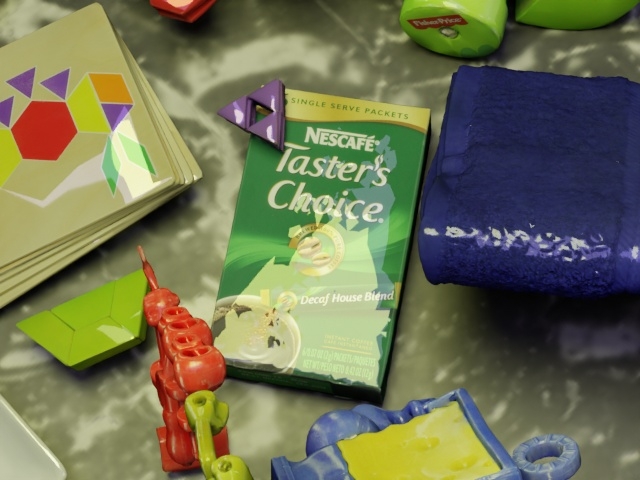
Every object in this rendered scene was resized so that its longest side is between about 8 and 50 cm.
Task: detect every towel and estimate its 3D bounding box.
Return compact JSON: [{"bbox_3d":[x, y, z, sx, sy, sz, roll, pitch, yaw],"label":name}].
[{"bbox_3d":[0.214,-0.018,1.118,0.308,0.076,0.227,6,30,8],"label":"towel"}]

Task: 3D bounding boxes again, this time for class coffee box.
[{"bbox_3d":[0.000,0.000,1.188,0.113,0.040,0.184,10,72,8],"label":"coffee box"}]

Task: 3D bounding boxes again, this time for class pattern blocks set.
[{"bbox_3d":[-0.178,-0.055,1.208,0.325,0.026,0.285,-18,72,6],"label":"pattern blocks set"}]

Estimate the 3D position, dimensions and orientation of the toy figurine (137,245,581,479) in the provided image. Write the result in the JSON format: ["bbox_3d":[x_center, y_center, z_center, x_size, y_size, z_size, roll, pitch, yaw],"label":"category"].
[{"bbox_3d":[0.038,0.122,1.003,0.217,0.362,0.191,-9,109,-9],"label":"toy figurine"}]

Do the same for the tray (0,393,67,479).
[{"bbox_3d":[-0.282,0.091,1.161,0.145,0.030,0.270,-45,78,6],"label":"tray"}]

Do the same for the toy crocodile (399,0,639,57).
[{"bbox_3d":[0.041,-0.210,1.190,0.340,0.105,0.115,23,69,-16],"label":"toy crocodile"}]
